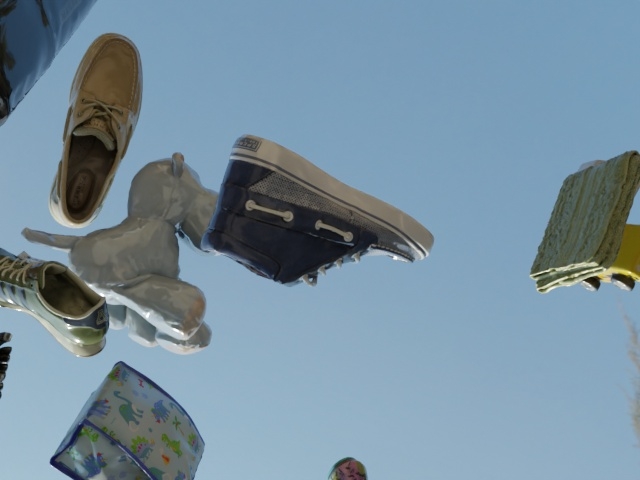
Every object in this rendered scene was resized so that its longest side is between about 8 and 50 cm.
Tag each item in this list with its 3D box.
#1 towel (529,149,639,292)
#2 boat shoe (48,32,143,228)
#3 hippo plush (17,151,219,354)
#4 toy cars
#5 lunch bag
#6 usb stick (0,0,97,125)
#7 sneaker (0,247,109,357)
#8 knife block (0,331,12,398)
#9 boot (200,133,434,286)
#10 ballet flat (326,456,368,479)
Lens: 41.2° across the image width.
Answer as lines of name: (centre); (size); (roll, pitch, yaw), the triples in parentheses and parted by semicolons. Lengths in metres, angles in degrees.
towel: (0.271, -0.018, 0.865); (0.027, 0.110, 0.148); (32, -115, -18)
boat shoe: (-0.327, -0.164, 1.260); (0.109, 0.098, 0.302); (17, -95, -22)
hippo plush: (-0.248, 0.005, 1.247); (0.294, 0.234, 0.237); (32, -115, -10)
toy cars: (0.449, -0.042, 1.379); (0.087, 0.176, 0.394); (33, -149, -10)
lunch bag: (-0.206, 0.233, 0.964); (0.151, 0.129, 0.096); (35, -66, -10)
usb stick: (-0.164, -0.154, 0.498); (0.045, 0.278, 0.077); (-5, -55, 7)
sneaker: (-0.308, 0.044, 0.926); (0.192, 0.086, 0.064); (33, -135, 4)
knife block: (-0.559, 0.174, 1.154); (0.275, 0.242, 0.088); (4, -127, -7)
boot: (0.000, 0.000, 0.626); (0.190, 0.069, 0.086); (26, -98, -33)
ballet flat: (0.044, 0.435, 1.398); (0.076, 0.221, 0.079); (-12, -127, -19)
